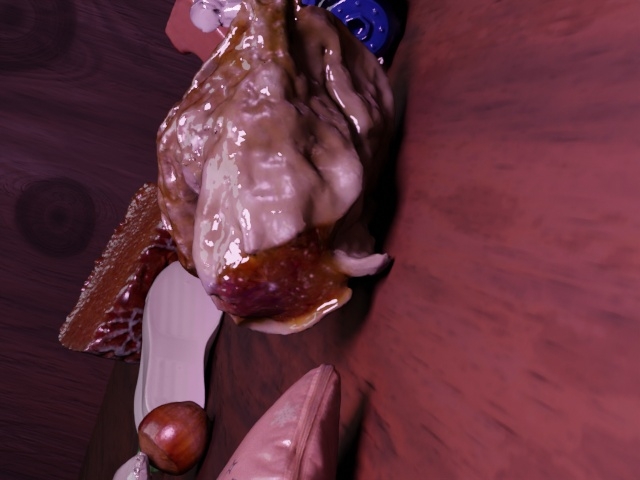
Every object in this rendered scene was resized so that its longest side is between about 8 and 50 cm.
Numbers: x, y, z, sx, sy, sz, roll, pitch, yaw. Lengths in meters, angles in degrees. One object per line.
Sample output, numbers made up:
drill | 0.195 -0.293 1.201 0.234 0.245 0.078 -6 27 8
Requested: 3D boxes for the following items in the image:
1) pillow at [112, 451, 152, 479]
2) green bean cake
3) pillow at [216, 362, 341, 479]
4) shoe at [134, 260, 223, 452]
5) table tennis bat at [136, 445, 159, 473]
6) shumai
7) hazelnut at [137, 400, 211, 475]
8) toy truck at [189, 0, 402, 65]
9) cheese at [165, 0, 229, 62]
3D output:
pillow | -0.198 0.342 1.513 0.128 0.051 0.229 127 144 -62
green bean cake | -0.214 0.044 1.853 0.097 0.198 0.233 16 86 37
pillow | -0.048 0.221 0.889 0.236 0.084 0.223 -78 9 -47
shoe | -0.178 0.145 1.744 0.265 0.095 0.110 -85 13 -47
table tennis bat | -0.219 0.245 1.964 0.257 0.039 0.160 -97 24 -74
shumai | -0.005 -0.042 1.021 0.185 0.184 0.218 35 97 44
hazelnut | -0.153 0.206 1.550 0.086 0.086 0.086 -162 90 -80
toy truck | -0.004 -0.255 1.221 0.161 0.177 0.213 -90 19 -64
cheese | -0.063 -0.193 1.433 0.128 0.177 0.203 140 148 -73
